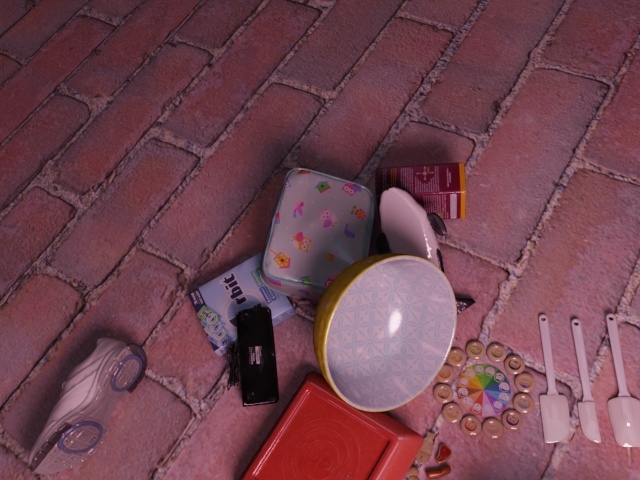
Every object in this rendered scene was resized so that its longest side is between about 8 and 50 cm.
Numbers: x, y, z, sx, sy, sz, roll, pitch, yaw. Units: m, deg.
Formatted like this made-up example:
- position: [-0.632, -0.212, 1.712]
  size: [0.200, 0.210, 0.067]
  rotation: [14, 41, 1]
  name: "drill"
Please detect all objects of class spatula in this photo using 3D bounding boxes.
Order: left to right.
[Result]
- position: [0.480, 0.245, 1.087]
  size: [0.168, 0.019, 0.242]
  rotation: [-4, 58, 17]
  name: "spatula"

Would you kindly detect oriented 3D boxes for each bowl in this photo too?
- position: [0.092, 0.150, 1.112]
  size: [0.289, 0.289, 0.156]
  rotation: [-45, 30, -14]
  name: "bowl"

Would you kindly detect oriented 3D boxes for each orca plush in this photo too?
- position: [0.219, 0.015, 1.231]
  size: [0.151, 0.102, 0.287]
  rotation: [-45, 78, 28]
  name: "orca plush"

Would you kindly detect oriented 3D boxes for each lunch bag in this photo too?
- position: [0.000, 0.000, 1.263]
  size: [0.223, 0.108, 0.279]
  rotation: [15, 65, -6]
  name: "lunch bag"

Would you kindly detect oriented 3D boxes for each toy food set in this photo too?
- position: [0.192, 0.405, 1.055]
  size: [0.077, 0.019, 0.122]
  rotation: [25, 60, 24]
  name: "toy food set"

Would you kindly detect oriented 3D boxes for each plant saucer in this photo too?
- position: [0.006, 0.385, 1.049]
  size: [0.258, 0.048, 0.259]
  rotation: [25, 69, 30]
  name: "plant saucer"

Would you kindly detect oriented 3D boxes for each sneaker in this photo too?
- position: [-0.477, 0.329, 1.217]
  size: [0.129, 0.111, 0.297]
  rotation: [15, 59, 38]
  name: "sneaker"

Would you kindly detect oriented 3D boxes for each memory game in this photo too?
- position: [0.300, 0.273, 1.112]
  size: [0.186, 0.012, 0.186]
  rotation: [-5, 59, 9]
  name: "memory game"

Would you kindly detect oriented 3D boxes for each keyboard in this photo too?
- position: [-0.140, 0.232, 1.203]
  size: [0.100, 0.038, 0.192]
  rotation: [-2, 74, -13]
  name: "keyboard"

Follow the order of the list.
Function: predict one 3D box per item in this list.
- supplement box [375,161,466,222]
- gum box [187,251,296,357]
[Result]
- position: [0.216, -0.102, 1.299]
  size: [0.188, 0.104, 0.081]
  rotation: [-2, 58, 12]
  name: "supplement box"
- position: [-0.169, 0.134, 1.283]
  size: [0.184, 0.041, 0.157]
  rotation: [-30, 59, -7]
  name: "gum box"
